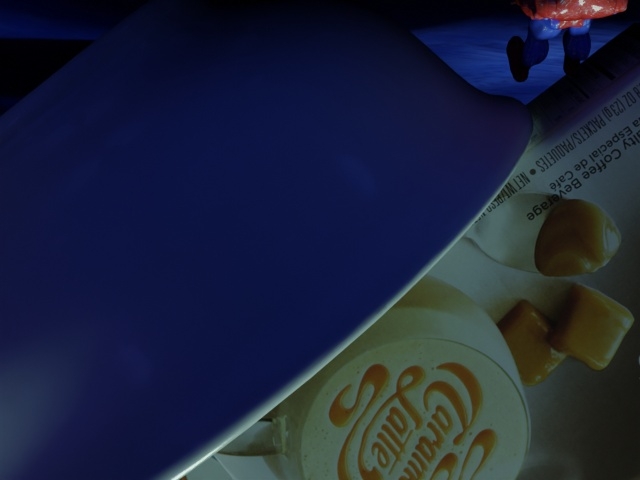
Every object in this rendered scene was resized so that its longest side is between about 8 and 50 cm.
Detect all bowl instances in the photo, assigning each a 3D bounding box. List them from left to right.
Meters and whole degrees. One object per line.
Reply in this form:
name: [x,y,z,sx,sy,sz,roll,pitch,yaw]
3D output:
bowl: [-0.069,-0.012,0.611,0.298,0.134,0.298,-38,-171,7]

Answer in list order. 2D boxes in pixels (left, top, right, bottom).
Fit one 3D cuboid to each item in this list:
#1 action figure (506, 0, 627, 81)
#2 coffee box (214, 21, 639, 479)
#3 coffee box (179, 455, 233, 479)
action figure: [0.092,-0.086,0.555,0.038,0.030,0.115,-2,174,-1]
coffee box: [0.082,0.040,0.629,0.246,0.141,0.098,-37,-172,10]
coffee box: [-0.125,0.125,0.950,0.338,0.334,0.338,-38,175,4]
